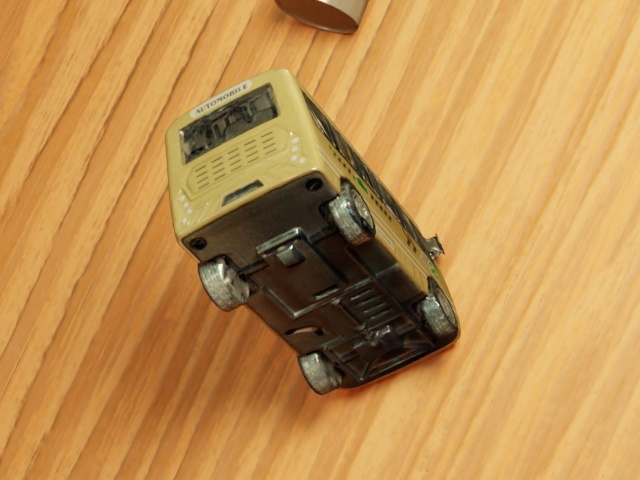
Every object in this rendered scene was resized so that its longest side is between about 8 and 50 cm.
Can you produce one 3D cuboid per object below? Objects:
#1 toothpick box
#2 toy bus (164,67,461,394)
[{"bbox_3d":[0.025,-0.349,1.797,0.111,0.111,0.180,14,79,28],"label":"toothpick box"},{"bbox_3d":[0.000,0.000,1.546,0.177,0.365,0.201,-26,51,13],"label":"toy bus"}]
